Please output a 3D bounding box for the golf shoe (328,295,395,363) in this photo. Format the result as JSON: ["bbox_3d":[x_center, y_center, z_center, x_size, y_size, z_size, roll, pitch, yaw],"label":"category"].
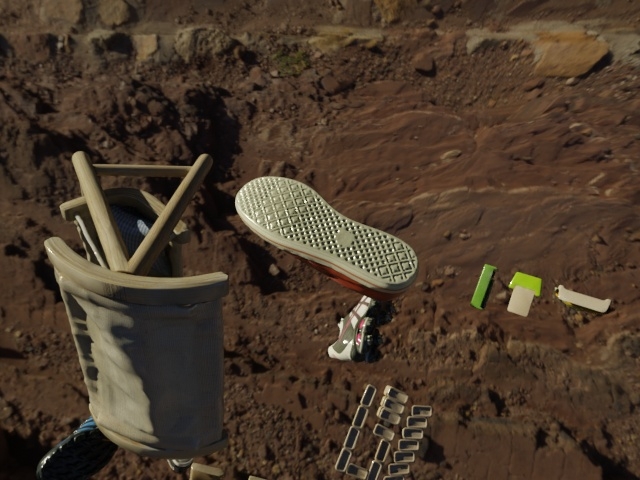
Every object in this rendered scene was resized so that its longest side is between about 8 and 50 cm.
[{"bbox_3d":[0.105,0.186,1.223,0.120,0.272,0.105,-13,115,30],"label":"golf shoe"}]

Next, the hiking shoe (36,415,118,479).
[{"bbox_3d":[-0.573,0.507,1.255,0.132,0.304,0.113,-19,95,35],"label":"hiking shoe"}]

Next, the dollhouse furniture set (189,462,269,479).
[{"bbox_3d":[-0.087,0.423,0.576,0.242,0.212,0.160,13,116,1],"label":"dollhouse furniture set"}]

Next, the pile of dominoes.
[{"bbox_3d":[0.172,0.524,1.336,0.196,0.040,0.251,25,77,-3],"label":"pile of dominoes"}]

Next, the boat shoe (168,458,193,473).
[{"bbox_3d":[-0.227,0.298,0.775,0.125,0.046,0.038,56,134,36],"label":"boat shoe"}]

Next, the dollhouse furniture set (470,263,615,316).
[{"bbox_3d":[0.269,0.079,0.611,0.152,0.076,0.058,18,90,24],"label":"dollhouse furniture set"}]

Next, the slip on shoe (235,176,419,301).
[{"bbox_3d":[0.000,0.000,0.806,0.332,0.123,0.101,28,151,17],"label":"slip on shoe"}]

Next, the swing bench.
[{"bbox_3d":[-0.192,0.069,0.556,0.166,0.254,0.253,-2,126,-14],"label":"swing bench"}]
